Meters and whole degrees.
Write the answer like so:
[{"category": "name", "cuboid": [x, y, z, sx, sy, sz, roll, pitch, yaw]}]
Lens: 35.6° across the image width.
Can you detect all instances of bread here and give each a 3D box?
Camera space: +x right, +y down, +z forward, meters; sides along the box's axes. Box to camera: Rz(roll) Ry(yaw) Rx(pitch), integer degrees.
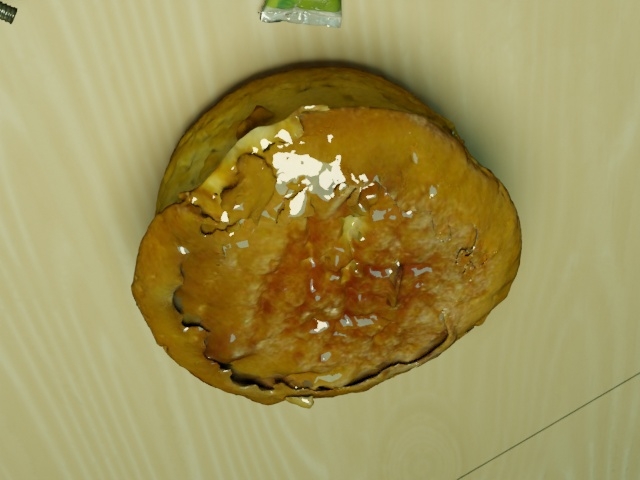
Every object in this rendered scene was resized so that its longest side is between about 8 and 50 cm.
[{"category": "bread", "cuboid": [-0.001, -0.002, 0.959, 0.337, 0.204, 0.358, -42, 130, 16]}]

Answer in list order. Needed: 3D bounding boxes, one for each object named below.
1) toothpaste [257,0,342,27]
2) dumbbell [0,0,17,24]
[{"category": "toothpaste", "cuboid": [0.002, -0.289, 0.825, 0.078, 0.047, 0.248, 2, 130, -14]}, {"category": "dumbbell", "cuboid": [-0.335, -0.216, 0.761, 0.208, 0.099, 0.099, 21, 121, -27]}]
